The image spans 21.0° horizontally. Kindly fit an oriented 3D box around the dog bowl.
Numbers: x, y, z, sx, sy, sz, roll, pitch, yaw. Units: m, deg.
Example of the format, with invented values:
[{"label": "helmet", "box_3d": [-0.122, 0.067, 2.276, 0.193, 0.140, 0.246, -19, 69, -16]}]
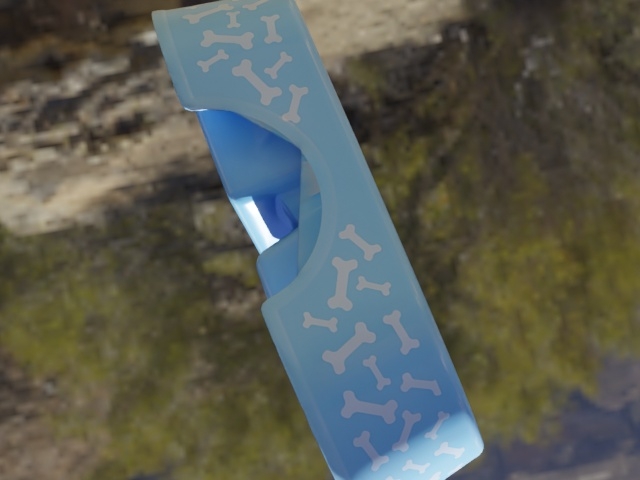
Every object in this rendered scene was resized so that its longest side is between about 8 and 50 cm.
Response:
[{"label": "dog bowl", "box_3d": [0.000, 0.000, 0.881, 0.074, 0.297, 0.166, -22, 156, 1]}]
